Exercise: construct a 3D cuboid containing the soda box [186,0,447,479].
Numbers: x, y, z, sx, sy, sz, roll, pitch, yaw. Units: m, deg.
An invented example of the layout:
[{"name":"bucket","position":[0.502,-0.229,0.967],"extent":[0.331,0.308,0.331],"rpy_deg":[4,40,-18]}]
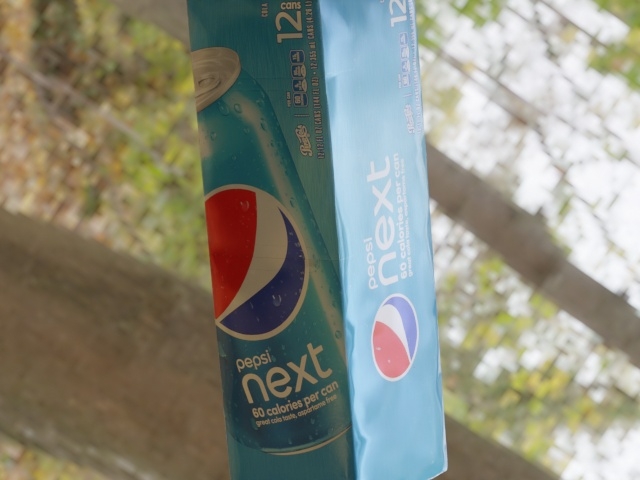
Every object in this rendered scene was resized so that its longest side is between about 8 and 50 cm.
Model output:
[{"name":"soda box","position":[0.000,0.000,0.806],"extent":[0.067,0.210,0.071],"rpy_deg":[2,-168,35]}]
